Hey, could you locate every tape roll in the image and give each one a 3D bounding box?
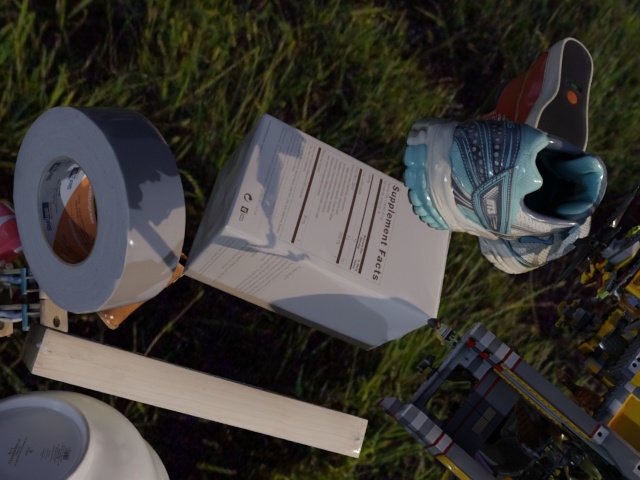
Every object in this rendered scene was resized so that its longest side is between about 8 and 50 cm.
[{"bbox_3d":[-0.243,-0.034,0.796,0.072,0.219,0.219,-9,55,-50],"label":"tape roll"}]

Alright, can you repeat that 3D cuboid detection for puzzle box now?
[{"bbox_3d":[-0.176,0.190,0.963,0.408,0.272,0.052,21,78,-22],"label":"puzzle box"}]

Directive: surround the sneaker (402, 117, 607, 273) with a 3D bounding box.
[{"bbox_3d":[0.191,-0.030,0.636,0.283,0.122,0.110,12,80,-50],"label":"sneaker"}]

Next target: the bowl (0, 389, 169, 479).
[{"bbox_3d":[-0.313,0.263,0.796,0.297,0.134,0.298,3,38,-2],"label":"bowl"}]

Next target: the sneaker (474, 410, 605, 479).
[{"bbox_3d":[0.271,0.266,0.876,0.107,0.283,0.124,-41,107,-24],"label":"sneaker"}]

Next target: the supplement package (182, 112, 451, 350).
[{"bbox_3d":[0.000,0.000,0.979,0.292,0.177,0.175,25,60,-18],"label":"supplement package"}]

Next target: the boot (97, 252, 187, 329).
[{"bbox_3d":[-0.319,0.078,1.326,0.073,0.152,0.197,58,6,-12],"label":"boot"}]

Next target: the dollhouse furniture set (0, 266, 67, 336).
[{"bbox_3d":[-0.539,0.106,1.250,0.129,0.129,0.183,-4,-2,16],"label":"dollhouse furniture set"}]

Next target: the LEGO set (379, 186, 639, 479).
[{"bbox_3d":[0.185,0.118,0.653,0.192,0.255,0.331,41,84,12],"label":"LEGO set"}]

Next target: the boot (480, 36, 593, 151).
[{"bbox_3d":[0.282,-0.151,1.040,0.088,0.176,0.244,32,60,-19],"label":"boot"}]

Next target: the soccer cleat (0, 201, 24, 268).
[{"bbox_3d":[-0.564,0.038,1.138,0.248,0.083,0.095,-33,79,-7],"label":"soccer cleat"}]
